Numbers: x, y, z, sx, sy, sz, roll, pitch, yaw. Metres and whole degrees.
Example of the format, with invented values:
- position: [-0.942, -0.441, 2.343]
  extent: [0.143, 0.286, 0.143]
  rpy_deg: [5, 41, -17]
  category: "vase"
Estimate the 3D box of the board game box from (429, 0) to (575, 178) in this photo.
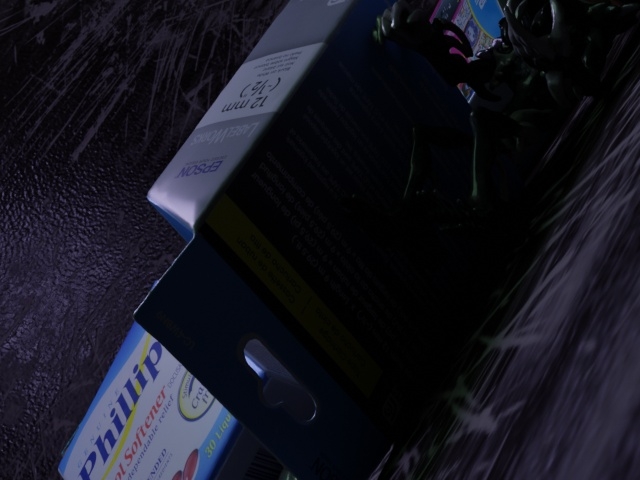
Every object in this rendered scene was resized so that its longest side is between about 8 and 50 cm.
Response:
- position: [0.141, -0.122, 1.084]
  extent: [0.224, 0.098, 0.303]
  rpy_deg: [-94, 27, -54]
  category: "board game box"

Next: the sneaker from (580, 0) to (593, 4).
- position: [0.236, -0.257, 1.244]
  extent: [0.131, 0.148, 0.350]
  rpy_deg: [-60, -3, 12]
  category: "sneaker"

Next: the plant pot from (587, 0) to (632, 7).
- position: [0.219, -0.347, 0.903]
  extent: [0.230, 0.215, 0.215]
  rpy_deg: [-65, -4, 13]
  category: "plant pot"

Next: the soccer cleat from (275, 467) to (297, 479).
- position: [-0.031, 0.275, 1.024]
  extent: [0.196, 0.068, 0.076]
  rpy_deg: [-47, 36, -10]
  category: "soccer cleat"

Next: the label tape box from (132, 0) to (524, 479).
- position: [0.000, 0.000, 0.824]
  extent: [0.115, 0.249, 0.347]
  rpy_deg: [-2, 47, 48]
  category: "label tape box"

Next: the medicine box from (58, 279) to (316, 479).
- position: [-0.131, 0.224, 1.170]
  extent: [0.289, 0.149, 0.263]
  rpy_deg: [29, 92, 54]
  category: "medicine box"

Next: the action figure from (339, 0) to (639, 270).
- position: [0.125, -0.120, 0.759]
  extent: [0.164, 0.141, 0.275]
  rpy_deg: [-4, 50, 48]
  category: "action figure"

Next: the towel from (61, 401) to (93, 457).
- position: [-0.157, 0.274, 1.542]
  extent: [0.271, 0.370, 0.040]
  rpy_deg: [-59, 30, -5]
  category: "towel"
